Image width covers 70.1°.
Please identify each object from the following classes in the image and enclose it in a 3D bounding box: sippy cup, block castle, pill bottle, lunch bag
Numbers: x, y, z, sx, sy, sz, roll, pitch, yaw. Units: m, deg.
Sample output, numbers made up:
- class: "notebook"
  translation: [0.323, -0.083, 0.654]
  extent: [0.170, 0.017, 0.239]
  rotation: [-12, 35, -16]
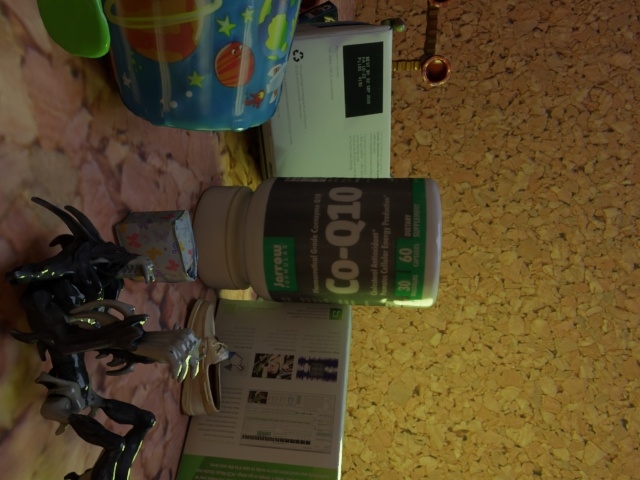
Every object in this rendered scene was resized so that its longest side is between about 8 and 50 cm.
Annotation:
- class: "sippy cup"
  translation: [-0.119, -0.237, 0.460]
  extent: [0.240, 0.306, 0.224]
  rotation: [40, -48, 44]
- class: "block castle"
  translation: [0.147, -0.599, 1.305]
  extent: [0.213, 0.453, 0.303]
  rotation: [-90, 178, -59]
- class: "pill bottle"
  translation: [0.000, 0.000, 0.731]
  extent: [0.204, 0.361, 0.204]
  rotation: [1, 90, -81]
- class: "lunch bag"
  translation: [-0.181, 0.010, 0.517]
  extent: [0.053, 0.071, 0.083]
  rotation: [-79, 165, -64]

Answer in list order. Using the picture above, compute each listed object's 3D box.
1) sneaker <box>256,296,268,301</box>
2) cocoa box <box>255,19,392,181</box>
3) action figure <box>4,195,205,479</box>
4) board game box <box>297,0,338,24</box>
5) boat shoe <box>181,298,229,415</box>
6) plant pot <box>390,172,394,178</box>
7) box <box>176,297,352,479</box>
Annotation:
- class: "sneaker"
  translation: [-0.107, 0.141, 1.051]
  extent: [0.158, 0.061, 0.064]
  rotation: [-74, 169, -56]
- class: "cocoa box"
  translation: [-0.006, -0.232, 0.896]
  extent: [0.228, 0.232, 0.347]
  rotation: [-119, -158, -57]
- class: "action figure"
  translation: [-0.166, 0.100, 0.378]
  extent: [0.164, 0.141, 0.275]
  rotation: [155, -70, -81]
- class: "board game box"
  translation: [-0.025, -0.458, 1.169]
  extent: [0.042, 0.165, 0.243]
  rotation: [54, -13, 32]
- class: "boat shoe"
  translation: [-0.165, 0.172, 0.678]
  extent: [0.063, 0.059, 0.170]
  rotation: [28, 64, -80]
- class: "plant pot"
  translation: [0.079, -0.226, 1.482]
  extent: [0.333, 0.334, 0.305]
  rotation: [77, 5, -57]
- class: "box"
  translation: [-0.076, 0.248, 0.705]
  extent: [0.058, 0.232, 0.322]
  rotation: [76, 18, -56]
